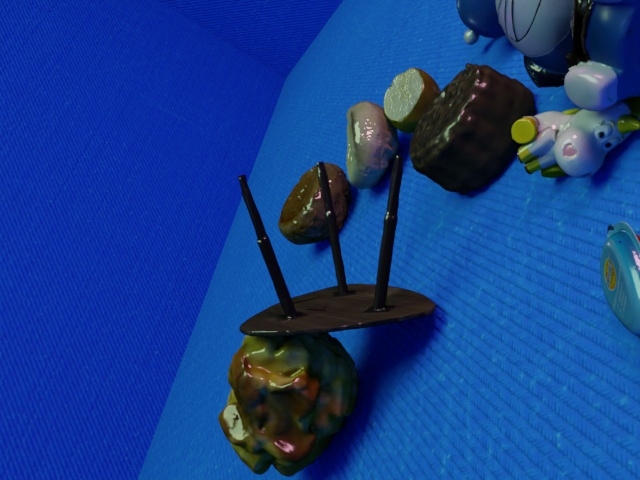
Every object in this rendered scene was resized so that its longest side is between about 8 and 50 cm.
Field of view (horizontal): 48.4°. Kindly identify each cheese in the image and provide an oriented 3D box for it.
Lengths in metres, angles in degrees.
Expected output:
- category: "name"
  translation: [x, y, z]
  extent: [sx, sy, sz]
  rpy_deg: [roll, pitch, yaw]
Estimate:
- category: "cheese"
  translation: [0.319, 0.072, 0.689]
  extent: [0.256, 0.037, 0.106]
  rpy_deg: [-91, -7, -53]

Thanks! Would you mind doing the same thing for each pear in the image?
- category: "pear"
  translation: [0.211, -0.299, 1.546]
  extent: [0.141, 0.104, 0.141]
  rpy_deg: [-20, 65, 50]

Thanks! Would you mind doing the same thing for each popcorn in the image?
- category: "popcorn"
  translation: [-0.058, 0.271, 1.236]
  extent: [0.332, 0.225, 0.265]
  rpy_deg: [148, 133, -78]

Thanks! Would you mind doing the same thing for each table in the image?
- category: "table"
  translation: [0.000, 0.000, 1.165]
  extent: [0.317, 0.317, 0.249]
  rpy_deg: [-162, 63, -73]

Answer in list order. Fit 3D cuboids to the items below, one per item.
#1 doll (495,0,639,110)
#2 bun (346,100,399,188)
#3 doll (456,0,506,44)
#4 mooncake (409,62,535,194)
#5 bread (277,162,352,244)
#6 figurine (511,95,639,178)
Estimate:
- category: "doll"
  translation: [0.359, -0.324, 0.937]
  extent: [0.310, 0.240, 0.284]
  rpy_deg: [-119, 31, -53]
- category: "bun"
  translation: [0.124, -0.220, 1.637]
  extent: [0.222, 0.127, 0.222]
  rpy_deg: [177, 90, -86]
- category: "doll"
  translation: [0.345, -0.474, 1.384]
  extent: [0.257, 0.161, 0.215]
  rpy_deg: [-59, -9, -65]
- category: "mooncake"
  translation: [0.249, -0.197, 1.229]
  extent: [0.228, 0.124, 0.228]
  rpy_deg: [-54, 17, 25]
- category: "bread"
  translation: [-0.007, -0.085, 1.808]
  extent: [0.230, 0.123, 0.230]
  rpy_deg: [-47, 21, 25]
- category: "figurine"
  translation: [0.343, -0.142, 0.938]
  extent: [0.129, 0.109, 0.178]
  rpy_deg: [-42, 16, -13]
